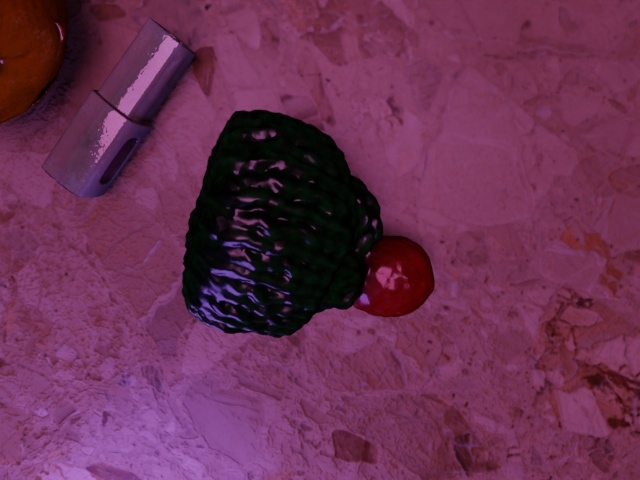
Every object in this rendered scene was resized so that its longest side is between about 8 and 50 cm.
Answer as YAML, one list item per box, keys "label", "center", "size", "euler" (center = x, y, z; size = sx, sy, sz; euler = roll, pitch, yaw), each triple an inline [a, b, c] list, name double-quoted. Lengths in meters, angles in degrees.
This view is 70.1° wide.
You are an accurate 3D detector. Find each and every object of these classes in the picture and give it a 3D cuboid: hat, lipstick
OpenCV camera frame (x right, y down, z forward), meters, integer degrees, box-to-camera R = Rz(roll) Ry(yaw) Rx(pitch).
- label: "hat"
  center: [0.000, 0.000, 0.598]
  size: [0.332, 0.242, 0.274]
  euler: [15, 126, -21]
- label: "lipstick"
  center: [-0.277, -0.180, 0.636]
  size: [0.077, 0.079, 0.253]
  euler: [39, 99, -1]

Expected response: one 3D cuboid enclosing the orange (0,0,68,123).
- label: "orange"
  center: [-0.454, -0.268, 0.534]
  size: [0.226, 0.284, 0.284]
  euler: [41, 101, 14]
